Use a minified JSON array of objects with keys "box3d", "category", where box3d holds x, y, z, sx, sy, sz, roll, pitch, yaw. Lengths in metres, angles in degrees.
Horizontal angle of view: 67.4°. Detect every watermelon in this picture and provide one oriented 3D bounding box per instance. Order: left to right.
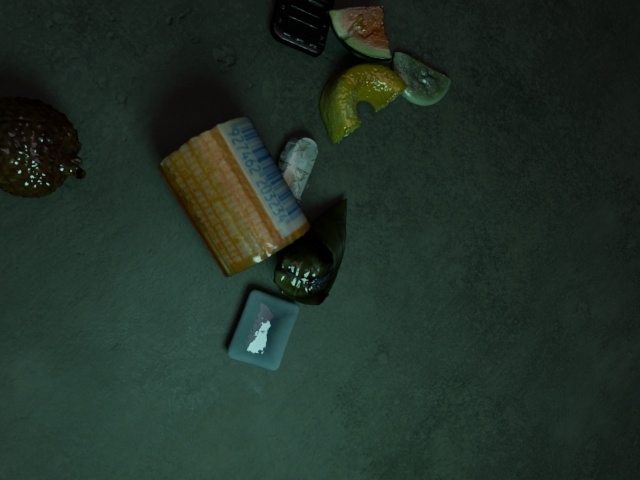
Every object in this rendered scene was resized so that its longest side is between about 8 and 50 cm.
[{"box3d":[0.113,-0.503,1.211,0.193,0.137,0.145,-10,90,-48],"category":"watermelon"}]

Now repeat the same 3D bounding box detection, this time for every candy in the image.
[{"box3d":[-0.137,0.219,1.169,0.138,0.071,0.174,23,84,-20],"category":"candy"}]

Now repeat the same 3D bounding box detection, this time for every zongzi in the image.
[{"box3d":[0.000,0.000,1.119,0.138,0.286,0.300,26,80,7],"category":"zongzi"}]

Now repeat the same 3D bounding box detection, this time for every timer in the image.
[{"box3d":[-0.046,-0.571,1.212,0.144,0.055,0.187,15,81,-22],"category":"timer"}]

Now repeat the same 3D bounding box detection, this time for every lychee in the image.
[{"box3d":[-0.572,-0.179,0.943,0.238,0.200,0.200,26,81,-4],"category":"lychee"}]

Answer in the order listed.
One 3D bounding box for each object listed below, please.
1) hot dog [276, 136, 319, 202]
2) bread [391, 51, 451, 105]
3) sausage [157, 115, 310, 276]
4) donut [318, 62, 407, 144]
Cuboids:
[{"box3d":[-0.065,-0.171,1.206,0.099,0.053,0.192,19,87,-19],"category":"hot dog"},{"box3d":[0.276,-0.439,1.342,0.193,0.036,0.112,20,84,-19],"category":"bread"},{"box3d":[-0.184,-0.098,1.064,0.233,0.233,0.287,-34,101,-17],"category":"sausage"},{"box3d":[0.094,-0.383,1.248,0.259,0.101,0.152,-40,98,-12],"category":"donut"}]
